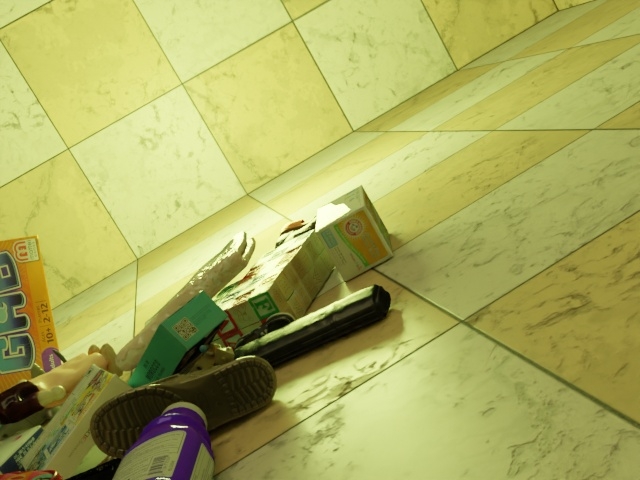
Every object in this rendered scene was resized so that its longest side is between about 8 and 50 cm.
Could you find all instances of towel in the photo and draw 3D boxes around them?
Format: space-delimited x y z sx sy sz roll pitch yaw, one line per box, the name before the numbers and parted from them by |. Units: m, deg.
towel | -0.272 0.117 1.899 0.332 0.053 0.317 -43 6 6

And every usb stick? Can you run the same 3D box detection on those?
usb stick | -0.019 0.143 1.393 0.278 0.045 0.077 -26 19 19

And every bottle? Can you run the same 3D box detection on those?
bottle | -0.187 0.280 1.088 0.118 0.092 0.283 -28 11 6

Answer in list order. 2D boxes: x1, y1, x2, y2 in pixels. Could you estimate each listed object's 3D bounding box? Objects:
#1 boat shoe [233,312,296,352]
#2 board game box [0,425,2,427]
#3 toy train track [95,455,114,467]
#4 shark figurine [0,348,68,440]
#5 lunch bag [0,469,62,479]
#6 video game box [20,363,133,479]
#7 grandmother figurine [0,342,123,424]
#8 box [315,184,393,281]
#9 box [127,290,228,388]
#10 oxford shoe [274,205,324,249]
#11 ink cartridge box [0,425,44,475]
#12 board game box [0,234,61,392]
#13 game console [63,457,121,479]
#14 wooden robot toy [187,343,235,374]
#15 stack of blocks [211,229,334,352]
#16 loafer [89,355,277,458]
boat shoe | -0.094 0.159 1.504 0.125 0.046 0.038 -27 11 28
board game box | -0.843 0.470 1.942 0.254 0.079 0.336 -18 16 48
toy train track | -0.320 0.336 1.355 0.048 0.014 0.083 -49 6 -34
shark figurine | -0.574 0.302 1.927 0.166 0.116 0.278 -24 15 23
lunch bag | -0.441 0.411 1.122 0.293 0.120 0.258 -22 17 44
video game box | -0.400 0.303 1.479 0.205 0.048 0.187 -55 17 -15
grandmother figurine | -0.551 0.302 1.744 0.342 0.104 0.208 -25 0 -38
box | 0.062 -0.017 1.711 0.103 0.114 0.203 -29 13 8
box | -0.237 0.187 1.458 0.100 0.060 0.244 -40 -10 -43
oxford shoe | 0.000 0.000 1.910 0.271 0.097 0.098 -23 32 49
ink cartridge box | -0.660 0.466 1.535 0.330 0.071 0.324 -24 13 23
board game box | -0.892 0.202 2.206 0.357 0.356 0.356 -11 1 -41
game console | -0.313 0.357 1.278 0.122 0.071 0.107 -25 -18 20
wooden robot toy | -0.169 0.199 1.410 0.173 0.076 0.079 -48 6 36
stack of blocks | -0.098 0.098 1.673 0.171 0.087 0.297 -25 12 24
loafer | -0.189 0.237 1.284 0.269 0.101 0.092 -16 -7 -3
